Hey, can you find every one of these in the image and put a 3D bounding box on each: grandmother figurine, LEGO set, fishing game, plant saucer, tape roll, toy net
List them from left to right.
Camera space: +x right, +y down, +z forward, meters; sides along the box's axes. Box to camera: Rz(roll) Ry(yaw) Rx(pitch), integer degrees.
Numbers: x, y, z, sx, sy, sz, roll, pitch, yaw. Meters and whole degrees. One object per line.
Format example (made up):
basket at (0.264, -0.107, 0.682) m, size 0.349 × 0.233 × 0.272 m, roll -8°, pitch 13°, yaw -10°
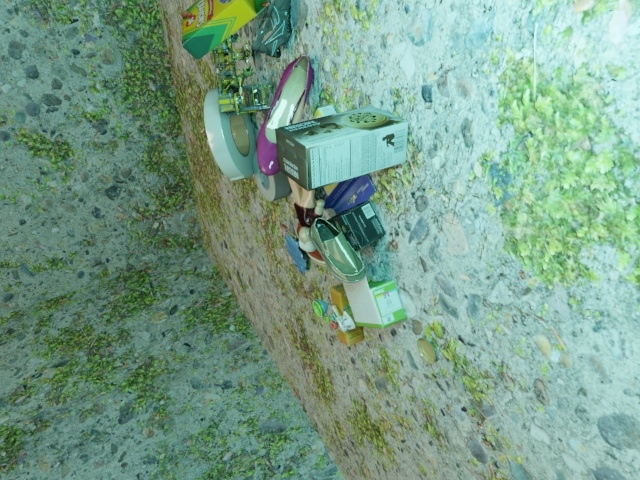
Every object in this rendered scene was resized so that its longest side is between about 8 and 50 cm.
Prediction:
tape roll at (-0.370, -0.447, 1.975) m, size 0.392 × 0.072 × 0.392 m, roll -9°, pitch -90°, yaw -78°
LEGO set at (-0.281, -0.615, 1.750) m, size 0.255 × 0.192 × 0.331 m, roll 113°, pitch 150°, yaw -86°
tape roll at (-0.210, -0.277, 1.983) m, size 0.219 × 0.072 × 0.219 m, roll 46°, pitch 146°, yaw 43°
fishing game at (-0.104, 0.054, 2.099) m, size 0.189 × 0.041 × 0.264 m, roll 42°, pitch 152°, yaw 48°
grandmother figurine at (-0.052, -0.124, 1.613) m, size 0.208 × 0.104 × 0.342 m, roll -137°, pitch 37°, yaw -64°
toy net at (0.051, 0.298, 1.749) m, size 0.232 × 0.045 × 0.122 m, roll 22°, pitch 127°, yaw 57°
plant saucer at (0.323, 0.329, 1.414) m, size 0.083 × 0.015 × 0.083 m, roll 47°, pitch 147°, yaw 44°

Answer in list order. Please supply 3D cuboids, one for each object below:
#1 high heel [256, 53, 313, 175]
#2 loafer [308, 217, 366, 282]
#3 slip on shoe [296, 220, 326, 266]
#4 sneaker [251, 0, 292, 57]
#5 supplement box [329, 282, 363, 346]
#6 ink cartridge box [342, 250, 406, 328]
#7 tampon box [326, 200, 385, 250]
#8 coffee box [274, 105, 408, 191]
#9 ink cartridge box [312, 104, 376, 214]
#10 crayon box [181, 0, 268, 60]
high heel at (-0.115, -0.395, 1.470) m, size 0.181 × 0.127 × 0.377 m, roll 127°, pitch 156°, yaw -71°
loafer at (0.043, 0.026, 1.423) m, size 0.251 × 0.094 × 0.087 m, roll 47°, pitch 159°, yaw 27°
slip on shoe at (0.000, 0.000, 1.742) m, size 0.331 × 0.123 × 0.101 m, roll -132°, pitch 36°, yaw -50°
sneaker at (-0.129, -0.710, 1.512) m, size 0.267 × 0.106 × 0.101 m, roll -48°, pitch 19°, yaw 48°
supplement box at (0.101, 0.278, 1.778) m, size 0.080 × 0.078 × 0.233 m, roll 24°, pitch 130°, yaw 59°
ink cartridge box at (0.157, 0.149, 1.535) m, size 0.189 × 0.097 × 0.255 m, roll -16°, pitch 91°, yaw 67°
tampon box at (0.104, -0.038, 1.477) m, size 0.120 × 0.101 × 0.161 m, roll 62°, pitch 157°, yaw -5°
coffee box at (0.053, -0.242, 1.200) m, size 0.168 × 0.297 × 0.119 m, roll 42°, pitch 144°, yaw 48°
ink cartridge box at (0.034, -0.229, 1.544) m, size 0.307 × 0.072 × 0.303 m, roll 67°, pitch 156°, yaw 12°
crayon box at (-0.324, -0.772, 1.570) m, size 0.081 × 0.318 × 0.202 m, roll 38°, pitch -147°, yaw -47°
